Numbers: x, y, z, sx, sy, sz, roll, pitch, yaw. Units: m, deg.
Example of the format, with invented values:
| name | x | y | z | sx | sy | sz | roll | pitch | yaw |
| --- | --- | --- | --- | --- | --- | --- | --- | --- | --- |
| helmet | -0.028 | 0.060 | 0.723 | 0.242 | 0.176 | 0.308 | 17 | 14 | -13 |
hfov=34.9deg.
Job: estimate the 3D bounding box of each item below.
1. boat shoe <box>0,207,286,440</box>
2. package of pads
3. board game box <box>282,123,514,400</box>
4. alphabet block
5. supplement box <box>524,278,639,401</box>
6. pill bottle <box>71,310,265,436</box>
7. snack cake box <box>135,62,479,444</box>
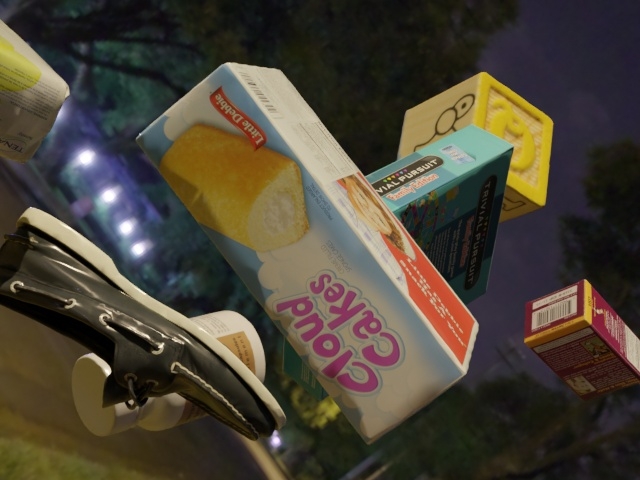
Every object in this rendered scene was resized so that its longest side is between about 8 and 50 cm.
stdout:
| name | x | y | z | sx | sy | sz | roll | pitch | yaw |
| --- | --- | --- | --- | --- | --- | --- | --- | --- | --- |
| boat shoe | -0.194 | 0.109 | 1.009 | 0.340 | 0.113 | 0.127 | 39 | -24 | 0 |
| package of pads | -0.395 | -0.200 | 0.965 | 0.229 | 0.101 | 0.296 | 26 | 11 | -49 |
| board game box | 0.101 | 0.023 | 1.328 | 0.079 | 0.336 | 0.254 | 34 | -44 | 34 |
| alphabet block | 0.268 | -0.147 | 1.793 | 0.193 | 0.193 | 0.197 | 26 | -29 | -30 |
| supplement box | 0.199 | 0.076 | 0.767 | 0.083 | 0.055 | 0.043 | 44 | 38 | -26 |
| pill bottle | -0.195 | 0.174 | 1.315 | 0.131 | 0.229 | 0.131 | 12 | -73 | 45 |
| snack cake box | 0.000 | 0.000 | 0.746 | 0.264 | 0.089 | 0.152 | 52 | 13 | 2 |
